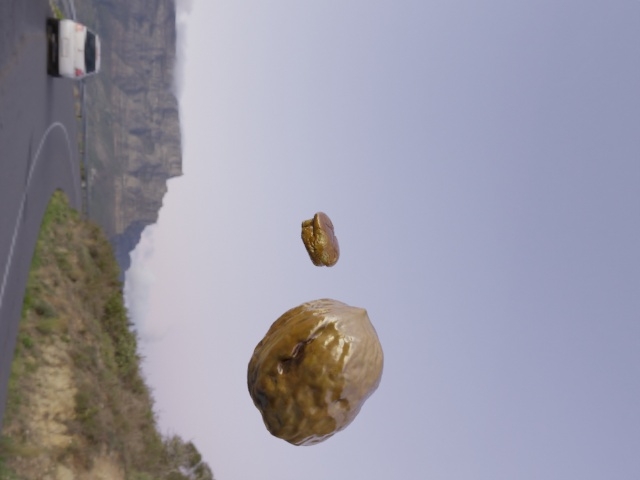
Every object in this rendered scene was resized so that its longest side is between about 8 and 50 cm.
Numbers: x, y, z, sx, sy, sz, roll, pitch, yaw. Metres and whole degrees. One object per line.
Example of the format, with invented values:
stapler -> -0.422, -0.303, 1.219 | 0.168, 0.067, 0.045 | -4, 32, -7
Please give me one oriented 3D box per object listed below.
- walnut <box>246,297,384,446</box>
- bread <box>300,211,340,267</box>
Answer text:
walnut -> -0.003, 0.153, 0.635 | 0.184, 0.155, 0.155 | -53, -145, 12
bread -> 0.000, 0.000, 0.765 | 0.081, 0.046, 0.083 | -6, 83, -79
